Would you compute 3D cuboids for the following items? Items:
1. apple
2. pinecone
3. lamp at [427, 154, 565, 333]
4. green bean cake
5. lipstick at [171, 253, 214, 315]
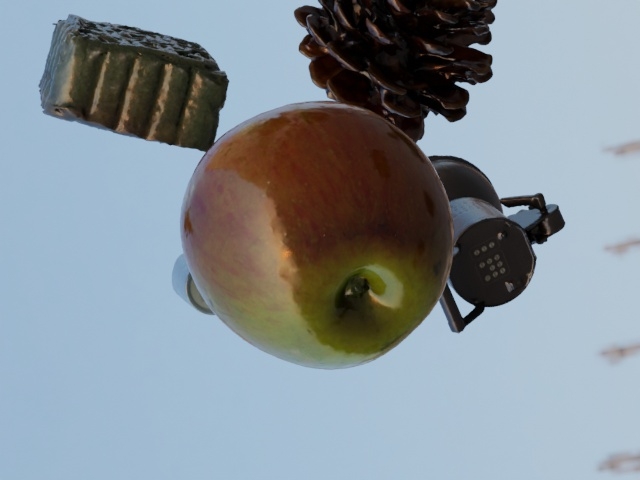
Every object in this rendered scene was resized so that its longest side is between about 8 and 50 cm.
[{"bbox_3d":[0.000,0.000,1.386,0.196,0.196,0.196,37,-134,-53],"label":"apple"},{"bbox_3d":[0.082,-0.204,1.832,0.207,0.207,0.208,37,-134,-53],"label":"pinecone"},{"bbox_3d":[0.168,-0.001,2.069,0.147,0.172,0.227,67,171,-20],"label":"lamp"},{"bbox_3d":[-0.188,-0.163,1.926,0.181,0.173,0.094,-126,50,-72],"label":"green bean cake"},{"bbox_3d":[-0.127,0.038,2.056,0.274,0.068,0.061,-154,72,-81],"label":"lipstick"}]
